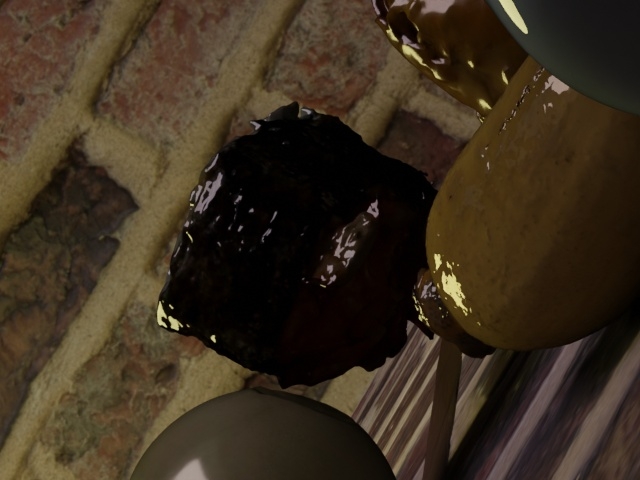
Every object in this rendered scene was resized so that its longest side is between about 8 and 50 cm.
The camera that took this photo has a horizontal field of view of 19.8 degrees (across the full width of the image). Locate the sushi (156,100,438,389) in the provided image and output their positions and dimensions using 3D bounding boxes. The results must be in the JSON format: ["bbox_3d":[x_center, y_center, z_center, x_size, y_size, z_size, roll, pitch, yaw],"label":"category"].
[{"bbox_3d":[0.000,0.000,1.456,0.343,0.182,0.196,-28,-46,-72],"label":"sushi"}]

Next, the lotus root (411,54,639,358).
[{"bbox_3d":[0.149,-0.029,1.045,0.146,0.131,0.303,-28,-22,-41],"label":"lotus root"}]

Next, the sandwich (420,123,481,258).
[{"bbox_3d":[0.214,-0.134,1.368,0.325,0.131,0.262,-58,-3,-28],"label":"sandwich"}]

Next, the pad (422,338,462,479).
[{"bbox_3d":[0.098,0.123,1.472,0.113,0.006,0.188,122,157,-76],"label":"pad"}]

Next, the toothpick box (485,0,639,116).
[{"bbox_3d":[0.145,-0.206,0.827,0.263,0.263,0.354,-60,25,22],"label":"toothpick box"}]

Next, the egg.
[{"bbox_3d":[-0.043,0.220,1.373,0.219,0.219,0.269,-60,10,5],"label":"egg"}]

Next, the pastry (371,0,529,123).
[{"bbox_3d":[0.181,-0.202,1.144,0.311,0.162,0.255,-19,59,29],"label":"pastry"}]
